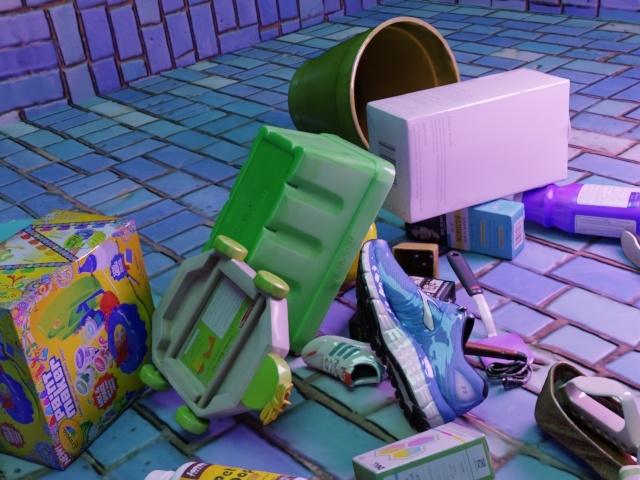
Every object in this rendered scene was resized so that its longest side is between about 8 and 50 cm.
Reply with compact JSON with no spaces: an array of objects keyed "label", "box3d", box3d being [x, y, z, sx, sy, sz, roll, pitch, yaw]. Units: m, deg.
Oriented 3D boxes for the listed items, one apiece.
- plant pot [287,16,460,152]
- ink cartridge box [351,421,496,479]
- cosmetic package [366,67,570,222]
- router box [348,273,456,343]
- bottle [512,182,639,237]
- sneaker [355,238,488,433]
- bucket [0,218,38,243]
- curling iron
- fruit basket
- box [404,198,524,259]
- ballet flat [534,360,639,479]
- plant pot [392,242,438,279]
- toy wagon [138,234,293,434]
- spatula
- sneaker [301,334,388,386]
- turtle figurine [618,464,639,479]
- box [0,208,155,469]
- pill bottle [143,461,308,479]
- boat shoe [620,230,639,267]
[{"label":"plant pot","box3d":[0.106,-0.364,2.191,0.366,0.366,0.353,-27,21,-33]},{"label":"ink cartridge box","box3d":[0.106,0.302,1.102,0.209,0.062,0.109,-16,0,-15]},{"label":"cosmetic package","box3d":[0.296,-0.194,1.682,0.385,0.217,0.156,-15,26,-23]},{"label":"router box","box3d":[0.146,0.123,1.504,0.133,0.046,0.179,8,31,28]},{"label":"bottle","box3d":[0.530,-0.063,1.711,0.283,0.092,0.118,7,27,27]},{"label":"sneaker","box3d":[0.152,0.132,1.316,0.147,0.130,0.330,-16,58,-13]},{"label":"bucket","box3d":[-0.586,0.093,1.614,0.281,0.183,0.281,-8,27,4]},{"label":"curling iron","box3d":[0.200,0.172,1.354,0.274,0.035,0.068,15,34,17]},{"label":"fruit basket","box3d":[0.000,0.000,1.549,0.392,0.392,0.283,-20,29,-22]},{"label":"box","box3d":[0.286,-0.038,1.721,0.244,0.100,0.060,12,33,35]},{"label":"ballet flat","box3d":[0.401,0.256,1.088,0.116,0.124,0.342,-18,29,-19]},{"label":"plant pot","box3d":[0.187,0.042,1.622,0.081,0.081,0.083,3,17,20]},{"label":"toy wagon","box3d":[-0.142,0.163,1.304,0.068,0.267,0.344,22,11,-48]},{"label":"spatula","box3d":[0.276,0.115,1.463,0.084,0.030,0.296,-11,44,-7]},{"label":"sneaker","box3d":[0.037,0.198,1.375,0.161,0.057,0.075,5,24,19]},{"label":"turtle figurine","box3d":[0.319,0.348,0.901,0.266,0.198,0.274,-5,12,41]},{"label":"box","box3d":[-0.414,0.145,1.347,0.177,0.290,0.279,8,31,27]},{"label":"pill bottle","box3d":[-0.118,0.343,1.068,0.215,0.117,0.117,2,29,20]},{"label":"boat shoe","box3d":[0.598,0.023,1.577,0.042,0.049,0.133,-7,29,-9]}]
